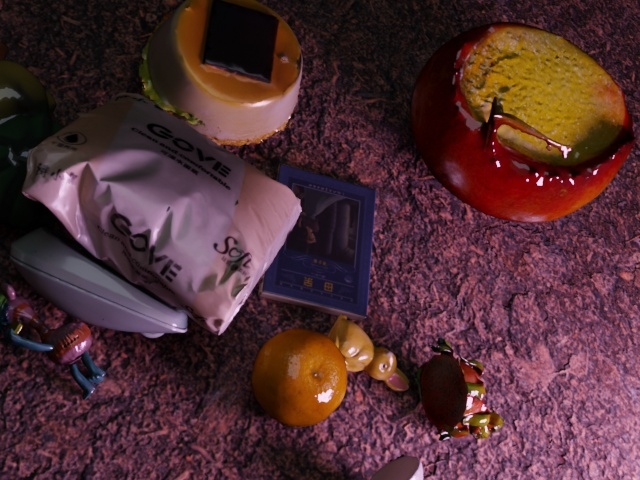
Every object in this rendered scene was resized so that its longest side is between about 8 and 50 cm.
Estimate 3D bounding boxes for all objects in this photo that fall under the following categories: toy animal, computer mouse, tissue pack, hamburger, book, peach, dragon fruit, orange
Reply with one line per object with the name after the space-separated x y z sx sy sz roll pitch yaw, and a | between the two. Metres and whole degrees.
-0.405 0.148 1.416 0.208 0.100 0.103 39 22 0 | toy animal
-0.338 0.080 1.456 0.288 0.159 0.097 33 86 -6 | computer mouse
-0.232 -0.056 1.473 0.375 0.195 0.390 37 25 -8 | tissue pack
-0.173 -0.301 1.716 0.294 0.179 0.276 11 61 -18 | hamburger
0.000 0.000 1.692 0.191 0.025 0.269 15 57 -12 | book
0.085 0.192 1.589 0.159 0.070 0.083 30 53 -7 | toy animal
0.351 -0.200 1.772 0.406 0.310 0.335 13 62 -20 | peach
0.223 0.259 1.577 0.175 0.138 0.142 35 92 -33 | dragon fruit
-0.501 -0.174 1.511 0.216 0.191 0.338 -29 74 -32 | toy animal
0.153 0.440 1.464 0.220 0.131 0.103 55 20 -14 | toy animal
-0.035 0.213 1.499 0.155 0.134 0.154 5 80 -30 | orange
